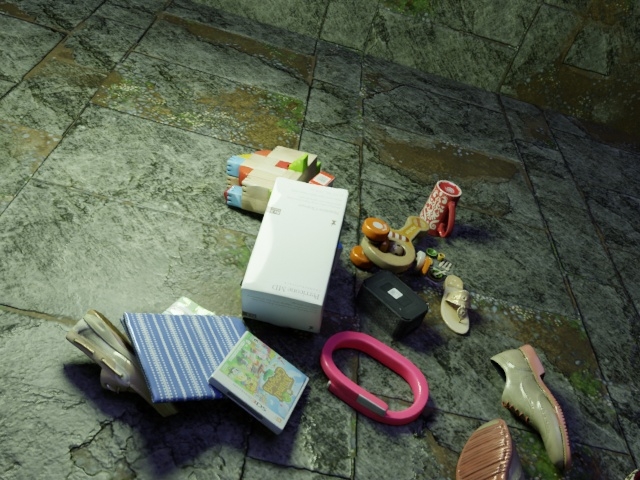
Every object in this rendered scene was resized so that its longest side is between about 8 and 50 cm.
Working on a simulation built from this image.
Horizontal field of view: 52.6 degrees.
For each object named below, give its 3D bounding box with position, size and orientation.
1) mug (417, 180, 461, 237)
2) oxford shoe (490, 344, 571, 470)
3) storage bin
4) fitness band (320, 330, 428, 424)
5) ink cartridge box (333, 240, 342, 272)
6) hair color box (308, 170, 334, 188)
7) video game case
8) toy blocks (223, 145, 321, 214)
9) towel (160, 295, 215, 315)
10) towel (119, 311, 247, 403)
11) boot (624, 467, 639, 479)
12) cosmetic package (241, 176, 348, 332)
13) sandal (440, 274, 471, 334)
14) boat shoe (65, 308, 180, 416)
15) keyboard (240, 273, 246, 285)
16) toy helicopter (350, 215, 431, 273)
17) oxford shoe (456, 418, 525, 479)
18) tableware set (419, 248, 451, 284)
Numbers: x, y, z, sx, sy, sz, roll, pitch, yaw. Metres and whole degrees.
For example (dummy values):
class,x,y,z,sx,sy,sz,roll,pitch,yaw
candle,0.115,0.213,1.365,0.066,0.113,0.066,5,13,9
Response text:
class,x,y,z,sx,sy,sz,roll,pitch,yaw
mug,0.423,-0.102,2.214,0.150,0.169,0.113,40,40,26
oxford shoe,0.537,0.433,1.662,0.130,0.123,0.348,-12,42,2
storage bin,0.200,0.180,1.825,0.180,0.084,0.122,41,42,25
fitness band,0.132,0.341,1.620,0.290,0.054,0.209,32,36,15
ink cartridge box,0.000,0.000,1.944,0.060,0.104,0.180,0,41,-23
hair color box,-0.014,-0.123,2.041,0.053,0.167,0.093,28,37,12
video game case,-0.134,0.317,1.474,0.193,0.023,0.212,38,25,0
toy blocks,-0.183,-0.205,2.093,0.260,0.191,0.381,15,34,13
towel,-0.342,0.201,1.600,0.113,0.023,0.152,29,37,11
towel,-0.270,0.264,1.463,0.336,0.040,0.243,10,35,-45
boot,0.724,0.613,1.342,0.377,0.284,0.138,17,37,-2
cosmetic package,-0.063,0.033,1.728,0.217,0.156,0.385,10,52,2
sandal,0.412,0.169,1.939,0.088,0.079,0.240,16,37,-5
boat shoe,-0.429,0.283,1.405,0.302,0.109,0.098,43,77,11
keyboard,-0.122,0.134,1.776,0.192,0.038,0.100,22,37,4
toy helicopter,0.269,0.007,2.039,0.235,0.140,0.355,32,34,17
oxford shoe,0.394,0.564,1.421,0.146,0.140,0.397,48,29,-14
tableware set,0.360,0.077,2.080,0.104,0.024,0.154,31,38,15
